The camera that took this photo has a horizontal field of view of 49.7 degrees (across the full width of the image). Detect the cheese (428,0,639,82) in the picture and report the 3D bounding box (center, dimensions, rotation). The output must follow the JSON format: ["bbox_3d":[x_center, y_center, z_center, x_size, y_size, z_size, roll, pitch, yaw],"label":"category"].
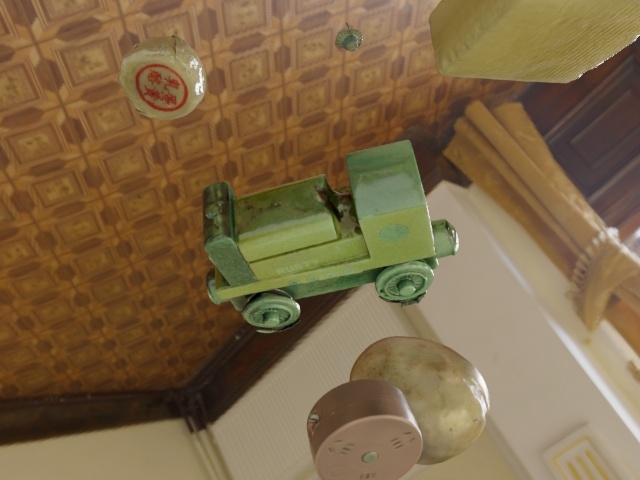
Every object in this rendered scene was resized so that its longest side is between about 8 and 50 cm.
[{"bbox_3d":[0.310,-0.317,0.938,0.243,0.123,0.265,-4,170,-15],"label":"cheese"}]

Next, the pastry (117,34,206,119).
[{"bbox_3d":[-0.462,-0.472,2.027,0.265,0.133,0.264,5,131,6],"label":"pastry"}]

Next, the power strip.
[{"bbox_3d":[0.057,0.268,0.946,0.154,0.078,0.154,-6,124,-10],"label":"power strip"}]

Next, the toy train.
[{"bbox_3d":[0.000,0.000,1.025,0.397,0.160,0.253,-13,145,8],"label":"toy train"}]

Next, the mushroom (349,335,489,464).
[{"bbox_3d":[0.166,0.266,1.174,0.255,0.255,0.184,-12,117,-32],"label":"mushroom"}]

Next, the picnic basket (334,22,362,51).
[{"bbox_3d":[0.076,-0.565,1.949,0.083,0.083,0.065,-10,140,-18],"label":"picnic basket"}]
